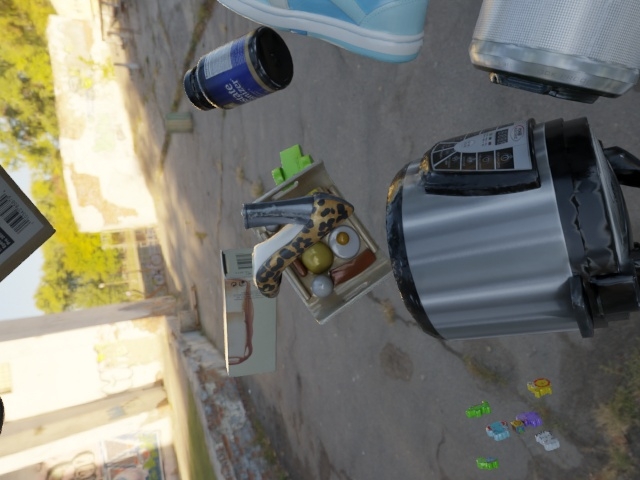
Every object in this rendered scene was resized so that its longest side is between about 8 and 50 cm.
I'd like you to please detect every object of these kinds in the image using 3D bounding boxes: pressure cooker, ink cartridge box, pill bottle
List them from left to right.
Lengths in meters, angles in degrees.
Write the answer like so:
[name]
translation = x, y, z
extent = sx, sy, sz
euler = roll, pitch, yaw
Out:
[ink cartridge box]
translation = -0.556, -0.032, 0.732
extent = 0.088, 0.193, 0.235
euler = 23, 150, 21
[pill bottle]
translation = -0.174, -0.342, 0.993
extent = 0.219, 0.122, 0.123
euler = -9, 87, 34
[pressure cooker]
translation = 0.371, -0.019, 0.860
extent = 0.420, 0.375, 0.370
euler = -12, 79, 31

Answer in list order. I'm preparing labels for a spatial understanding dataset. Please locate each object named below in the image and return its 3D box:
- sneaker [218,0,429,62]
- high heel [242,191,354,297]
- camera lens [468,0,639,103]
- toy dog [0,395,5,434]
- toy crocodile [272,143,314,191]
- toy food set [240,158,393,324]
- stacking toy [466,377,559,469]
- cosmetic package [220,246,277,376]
[sneaker]
translation = 0.007, -0.379, 0.622
extent = 0.127, 0.318, 0.208
euler = -69, -4, -48
[high heel]
translation = -0.033, 0.023, 0.875
extent = 0.261, 0.186, 0.093
euler = 89, 174, -49
[camera lens]
translation = 0.331, -0.331, 0.621
extent = 0.219, 0.219, 0.274
euler = 47, 131, 54
[toy dog]
translation = -0.393, 0.087, 0.346
extent = 0.407, 0.395, 0.285
euler = 10, 131, 43
[toy crocodile]
translation = -0.044, -0.129, 1.292
extent = 0.105, 0.115, 0.341
euler = 53, -167, -52
[toy food set]
translation = 0.000, 0.000, 1.067
extent = 0.306, 0.219, 0.092
euler = 55, 174, 1
[stacking toy]
translation = 0.460, 0.440, 1.153
extent = 0.052, 0.221, 0.167
euler = -129, 24, -75
[cosmetic package]
translation = -0.183, 0.181, 1.227
extent = 0.153, 0.129, 0.296
euler = -120, 29, -60
